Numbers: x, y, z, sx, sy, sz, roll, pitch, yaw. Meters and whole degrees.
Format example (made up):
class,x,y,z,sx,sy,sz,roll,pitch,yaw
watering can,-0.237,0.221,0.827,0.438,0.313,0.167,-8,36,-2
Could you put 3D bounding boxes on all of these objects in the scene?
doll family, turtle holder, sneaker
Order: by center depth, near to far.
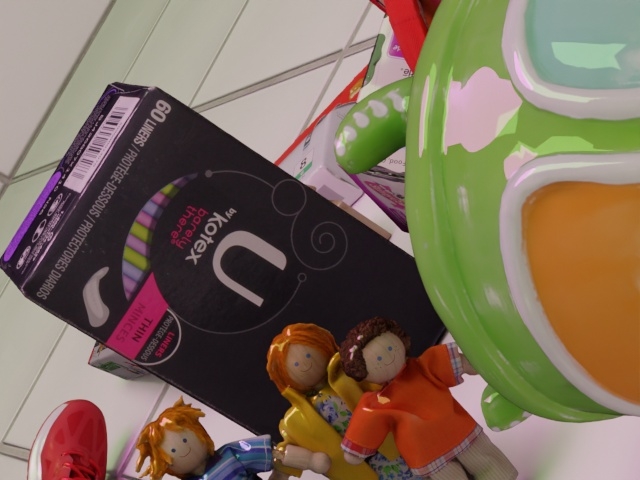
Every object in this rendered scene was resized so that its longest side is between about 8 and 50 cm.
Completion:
class,x,y,z,sx,sy,sz,roll,pitch,yaw
turtle holder,0.192,-0.052,0.726,0.227,0.243,0.320,-9,9,46
doll family,-0.019,0.145,0.893,0.263,0.163,0.118,-40,5,-9
sneaker,-0.214,0.242,1.433,0.128,0.087,0.221,-23,50,44

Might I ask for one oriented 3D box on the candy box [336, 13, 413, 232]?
class,x,y,z,sx,sy,sz,roll,pitch,yaw
candy box,0.097,-0.127,1.053,0.159,0.071,0.233,42,-117,-65

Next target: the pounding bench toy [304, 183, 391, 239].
class,x,y,z,sx,sy,sz,roll,pitch,yaw
pounding bench toy,0.000,0.000,1.256,0.065,0.083,0.052,-60,20,-8

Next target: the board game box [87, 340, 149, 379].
class,x,y,z,sx,sy,sz,roll,pitch,yaw
board game box,-0.154,0.034,1.509,0.305,0.053,0.193,153,139,-74

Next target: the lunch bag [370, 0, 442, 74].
class,x,y,z,sx,sy,sz,roll,pitch,yaw
lunch bag,0.134,-0.188,0.920,0.120,0.293,0.258,-1,58,62

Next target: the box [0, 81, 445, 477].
class,x,y,z,sx,sy,sz,roll,pitch,yaw
box,-0.065,0.027,1.087,0.165,0.270,0.143,-59,20,-4

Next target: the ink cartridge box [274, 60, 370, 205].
class,x,y,z,sx,sy,sz,roll,pitch,yaw
ink cartridge box,-0.025,-0.070,1.475,0.181,0.056,0.224,-44,25,33
